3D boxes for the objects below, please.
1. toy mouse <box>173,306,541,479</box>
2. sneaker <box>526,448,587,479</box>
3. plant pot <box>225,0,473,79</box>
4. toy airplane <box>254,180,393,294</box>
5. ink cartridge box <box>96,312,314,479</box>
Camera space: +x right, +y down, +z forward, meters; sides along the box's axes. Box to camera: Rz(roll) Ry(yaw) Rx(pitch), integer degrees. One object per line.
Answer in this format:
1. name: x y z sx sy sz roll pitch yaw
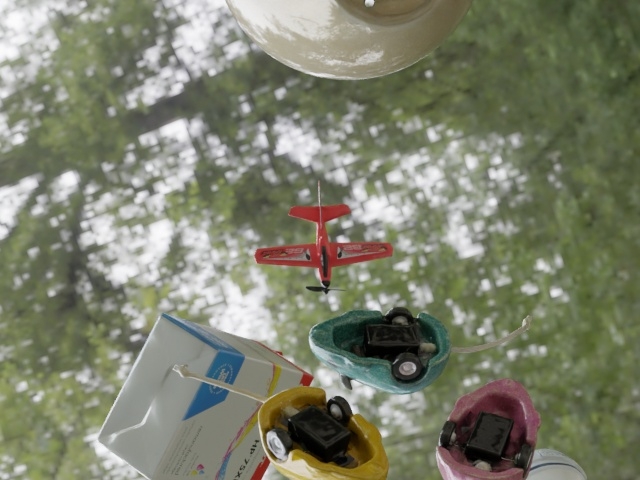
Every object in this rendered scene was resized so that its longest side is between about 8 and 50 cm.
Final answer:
1. toy mouse: 0.044 0.072 0.614 0.143 0.161 0.031 -29 -43 -40
2. sneaker: 0.123 0.278 1.090 0.094 0.258 0.091 23 -165 -13
3. plant pot: 0.045 -0.287 1.431 0.284 0.284 0.191 62 178 -19
4. toy airplane: 0.000 0.000 1.564 0.028 0.151 0.151 89 -174 -50
5. ink cartridge box: -0.093 0.160 1.367 0.231 0.078 0.134 24 -86 -60
